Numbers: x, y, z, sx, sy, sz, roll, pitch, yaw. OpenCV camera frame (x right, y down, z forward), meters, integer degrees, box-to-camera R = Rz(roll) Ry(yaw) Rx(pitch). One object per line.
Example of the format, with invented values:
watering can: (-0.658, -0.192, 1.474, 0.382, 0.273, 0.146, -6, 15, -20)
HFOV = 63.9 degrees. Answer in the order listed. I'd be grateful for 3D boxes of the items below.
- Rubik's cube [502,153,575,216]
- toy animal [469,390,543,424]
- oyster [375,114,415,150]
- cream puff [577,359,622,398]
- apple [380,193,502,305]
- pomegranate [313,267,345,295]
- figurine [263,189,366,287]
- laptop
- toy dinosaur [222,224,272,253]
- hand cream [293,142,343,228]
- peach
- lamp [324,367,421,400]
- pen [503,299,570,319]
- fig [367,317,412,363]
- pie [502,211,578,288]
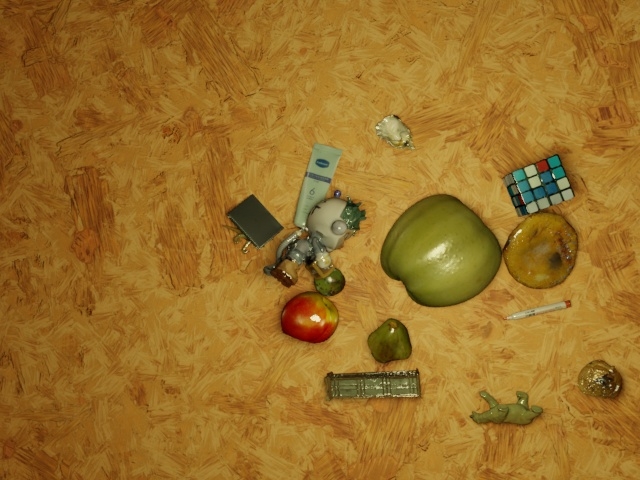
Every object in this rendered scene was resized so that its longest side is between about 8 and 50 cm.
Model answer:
Rubik's cube: (0.703, -0.174, 1.669, 0.154, 0.155, 0.150, -21, 87, 9)
toy animal: (0.613, 0.571, 1.709, 0.219, 0.103, 0.100, -2, 112, 6)
oyster: (0.264, -0.382, 1.805, 0.146, 0.045, 0.121, 7, 93, 17)
cream puff: (0.895, 0.451, 1.650, 0.133, 0.104, 0.119, -18, 92, 10)
apple: (0.405, 0.051, 1.750, 0.360, 0.311, 0.320, -41, 38, 5)
pomegranate: (0.028, 0.127, 1.810, 0.115, 0.114, 0.142, -20, 56, 9)
figurine: (0.003, 0.001, 1.721, 0.186, 0.261, 0.381, 47, 65, -17)
laptop: (-0.238, -0.069, 1.882, 0.129, 0.016, 0.180, -41, 82, -15)
toy dinosaur: (-0.267, -0.029, 1.897, 0.126, 0.039, 0.162, -36, 80, -3)
hand cream: (-0.019, -0.191, 1.856, 0.110, 0.067, 0.320, 17, 84, 11)
peach: (-0.038, 0.274, 1.772, 0.190, 0.190, 0.192, 48, 114, 8)
lamp: (0.181, 0.500, 1.777, 0.326, 0.090, 0.089, -5, 88, 10)
pen: (0.724, 0.237, 1.720, 0.218, 0.026, 0.026, -15, 86, 9)
fig: (0.235, 0.336, 1.745, 0.144, 0.154, 0.165, -16, 127, -27)
pie: (0.724, 0.034, 1.684, 0.274, 0.069, 0.273, -1, 111, -3)
